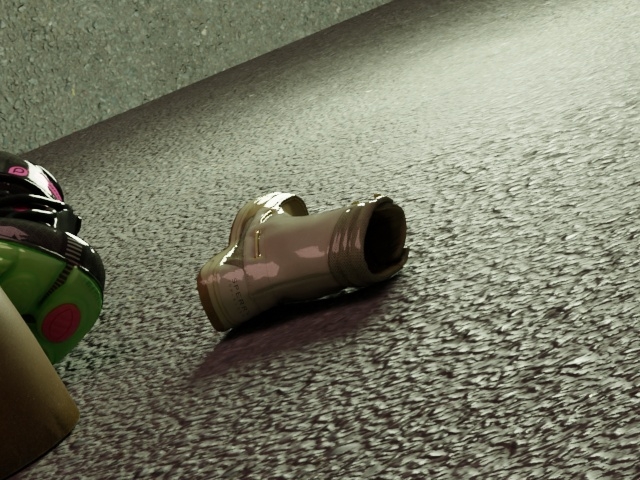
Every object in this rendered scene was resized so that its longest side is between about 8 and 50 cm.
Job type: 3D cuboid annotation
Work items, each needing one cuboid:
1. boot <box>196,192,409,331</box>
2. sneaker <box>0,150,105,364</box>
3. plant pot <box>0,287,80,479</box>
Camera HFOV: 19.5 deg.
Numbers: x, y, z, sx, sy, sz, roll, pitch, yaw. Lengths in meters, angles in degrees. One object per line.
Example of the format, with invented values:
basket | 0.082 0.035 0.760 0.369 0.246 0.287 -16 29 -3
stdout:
boot | 0.000 0.000 1.599 0.165 0.077 0.213 -17 16 22
sneaker | -0.326 -0.002 1.798 0.202 0.185 0.483 -54 25 -15
plant pot | -0.343 0.067 1.446 0.237 0.254 0.237 -20 10 4
